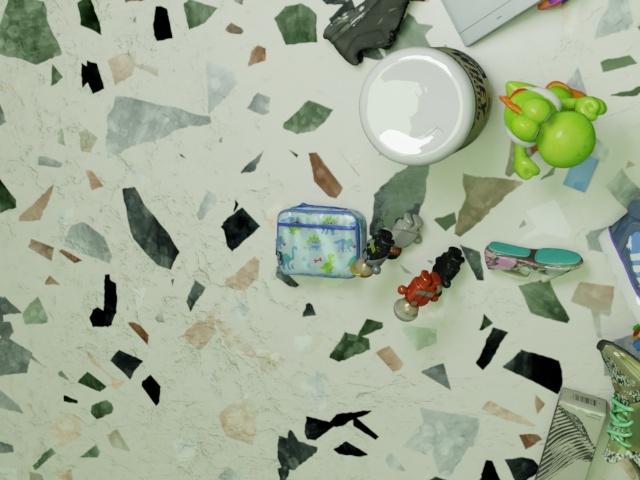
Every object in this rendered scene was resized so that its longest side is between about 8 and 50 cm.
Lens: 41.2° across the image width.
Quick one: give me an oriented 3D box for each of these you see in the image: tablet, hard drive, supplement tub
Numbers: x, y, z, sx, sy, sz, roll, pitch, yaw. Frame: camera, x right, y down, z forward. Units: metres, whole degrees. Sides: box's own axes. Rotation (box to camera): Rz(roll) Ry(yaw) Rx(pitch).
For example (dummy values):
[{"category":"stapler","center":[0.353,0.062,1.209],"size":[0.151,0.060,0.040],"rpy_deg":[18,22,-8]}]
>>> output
[{"category":"tablet","center":[0.574,-0.151,1.878],"size":[0.054,0.006,0.083],"rpy_deg":[24,110,13]},{"category":"hard drive","center":[0.315,-0.618,1.796],"size":[0.233,0.047,0.353],"rpy_deg":[-25,93,51]},{"category":"supplement tub","center":[0.233,-0.289,1.798],"size":[0.236,0.325,0.235],"rpy_deg":[5,104,19]}]

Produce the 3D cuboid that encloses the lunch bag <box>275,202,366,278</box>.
[{"category":"lunch bag","center":[0.000,0.000,2.080],"size":[0.219,0.090,0.176],"rpy_deg":[5,101,18]}]

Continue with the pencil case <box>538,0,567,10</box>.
[{"category":"pencil case","center":[0.459,-0.600,1.770],"size":[0.104,0.104,0.236],"rpy_deg":[-21,96,23]}]

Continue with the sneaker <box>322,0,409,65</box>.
[{"category":"sneaker","center":[0.144,-0.504,1.914],"size":[0.286,0.109,0.130],"rpy_deg":[-33,96,33]}]

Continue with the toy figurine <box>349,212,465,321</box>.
[{"category":"toy figurine","center":[0.199,0.061,1.958],"size":[0.209,0.213,0.148],"rpy_deg":[40,128,11]}]

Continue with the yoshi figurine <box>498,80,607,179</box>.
[{"category":"yoshi figurine","center":[0.469,-0.221,1.708],"size":[0.203,0.362,0.203],"rpy_deg":[0,101,20]}]

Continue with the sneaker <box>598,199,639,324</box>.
[{"category":"sneaker","center":[0.733,0.045,1.739],"size":[0.236,0.130,0.322],"rpy_deg":[-37,51,28]}]

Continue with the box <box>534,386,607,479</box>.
[{"category":"box","center":[0.574,0.490,1.976],"size":[0.113,0.094,0.275],"rpy_deg":[14,106,16]}]

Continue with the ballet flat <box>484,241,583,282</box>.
[{"category":"ballet flat","center":[0.481,0.054,1.930],"size":[0.222,0.077,0.079],"rpy_deg":[7,123,23]}]

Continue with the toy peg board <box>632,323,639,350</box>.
[{"category":"toy peg board","center":[0.734,0.242,1.834],"size":[0.161,0.161,0.079],"rpy_deg":[49,129,4]}]

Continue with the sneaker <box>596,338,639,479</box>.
[{"category":"sneaker","center":[0.681,0.407,1.840],"size":[0.182,0.158,0.410],"rpy_deg":[-31,97,-2]}]
